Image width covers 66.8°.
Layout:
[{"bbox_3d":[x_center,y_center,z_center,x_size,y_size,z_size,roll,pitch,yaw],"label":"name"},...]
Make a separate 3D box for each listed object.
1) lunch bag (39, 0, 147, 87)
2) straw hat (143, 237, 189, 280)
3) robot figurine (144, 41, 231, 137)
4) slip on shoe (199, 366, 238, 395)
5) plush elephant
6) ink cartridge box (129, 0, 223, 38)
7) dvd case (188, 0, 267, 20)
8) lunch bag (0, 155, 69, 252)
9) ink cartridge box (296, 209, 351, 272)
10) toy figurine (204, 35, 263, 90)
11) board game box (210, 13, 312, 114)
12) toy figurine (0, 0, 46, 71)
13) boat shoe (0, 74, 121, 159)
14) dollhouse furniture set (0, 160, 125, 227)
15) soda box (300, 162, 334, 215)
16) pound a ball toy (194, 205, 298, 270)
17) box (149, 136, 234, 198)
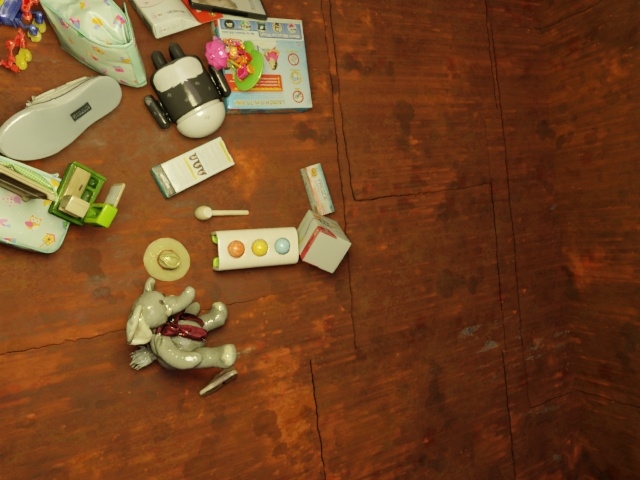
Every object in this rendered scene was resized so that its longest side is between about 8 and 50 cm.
[{"bbox_3d":[-0.596,-0.560,1.334,0.262,0.223,0.160,37,73,-1],"label":"lunch bag"},{"bbox_3d":[-0.472,0.061,1.512,0.144,0.061,0.145,0,90,-27],"label":"straw hat"},{"bbox_3d":[-0.409,-0.453,1.492,0.278,0.209,0.173,61,29,-12],"label":"robot figurine"},{"bbox_3d":[-0.337,0.458,1.588,0.135,0.051,0.041,-32,63,-15],"label":"slip on shoe"},{"bbox_3d":[-0.433,0.233,1.414,0.329,0.272,0.256,-14,123,-3],"label":"plush elephant"},{"bbox_3d":[-0.446,-0.730,1.490,0.232,0.066,0.189,-31,71,-19],"label":"ink cartridge box"},{"bbox_3d":[-0.310,-0.789,1.569,0.252,0.022,0.181,-4,56,-28],"label":"dvd case"},{"bbox_3d":[-0.803,-0.098,1.286,0.279,0.107,0.224,27,71,-46],"label":"lunch bag"},{"bbox_3d":[0.000,0.000,1.669,0.128,0.176,0.127,23,108,-26],"label":"ink cartridge box"},{"bbox_3d":[-0.275,-0.562,1.463,0.159,0.130,0.173,13,61,-50],"label":"toy figurine"},{"bbox_3d":[-0.197,-0.589,1.644,0.308,0.086,0.302,-8,93,-26],"label":"board game box"},{"bbox_3d":[-0.841,-0.659,1.272,0.217,0.191,0.363,22,79,-20],"label":"toy figurine"},{"bbox_3d":[-0.740,-0.355,1.338,0.367,0.156,0.136,-51,144,-30],"label":"boat shoe"},{"bbox_3d":[-0.668,-0.164,1.206,0.301,0.197,0.151,35,67,-45],"label":"dollhouse furniture set"},{"bbox_3d":[-0.012,-0.181,1.747,0.062,0.058,0.183,-21,99,-25],"label":"soda box"},{"bbox_3d":[-0.238,-0.013,1.589,0.319,0.135,0.208,-3,91,-27],"label":"pound a ball toy"},{"bbox_3d":[-0.406,-0.233,1.548,0.244,0.060,0.101,-32,103,-24],"label":"box"}]
